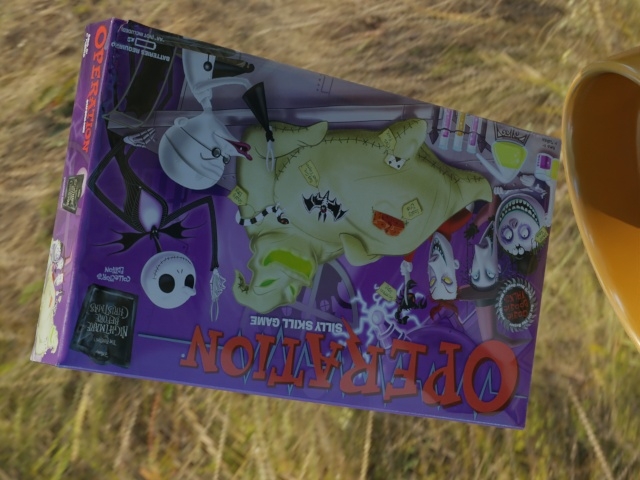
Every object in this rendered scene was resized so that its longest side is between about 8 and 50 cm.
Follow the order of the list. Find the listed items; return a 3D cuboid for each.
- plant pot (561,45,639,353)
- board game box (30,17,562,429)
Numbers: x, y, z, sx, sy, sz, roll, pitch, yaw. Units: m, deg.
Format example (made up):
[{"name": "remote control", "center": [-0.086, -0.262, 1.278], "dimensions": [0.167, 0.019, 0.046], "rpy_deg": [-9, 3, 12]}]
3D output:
[{"name": "plant pot", "center": [0.263, -0.031, 0.794], "dimensions": [0.188, 0.205, 0.205], "rpy_deg": [-21, 103, -11]}, {"name": "board game box", "center": [0.000, 0.000, 0.935], "dimensions": [0.056, 0.347, 0.208], "rpy_deg": [8, 87, 58]}]
